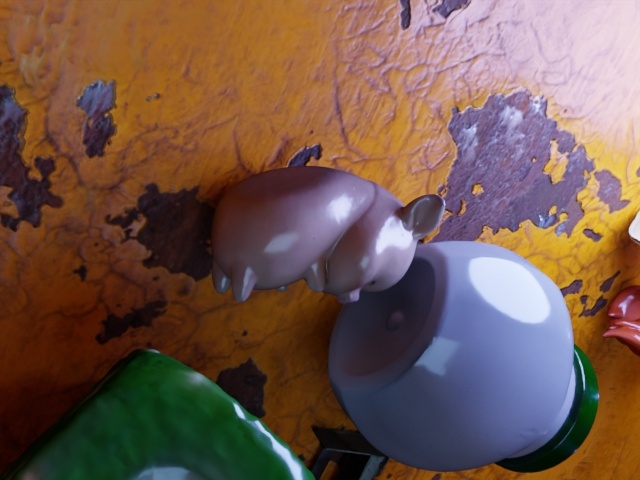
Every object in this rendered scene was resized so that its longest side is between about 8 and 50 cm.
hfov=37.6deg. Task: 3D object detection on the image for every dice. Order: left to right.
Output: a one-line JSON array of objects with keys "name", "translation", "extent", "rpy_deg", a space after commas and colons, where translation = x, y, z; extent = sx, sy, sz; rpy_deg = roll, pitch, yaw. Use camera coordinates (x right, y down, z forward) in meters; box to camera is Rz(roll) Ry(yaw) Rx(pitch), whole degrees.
[{"name": "dice", "translation": [-0.194, 0.309, 0.995], "extent": [0.287, 0.300, 0.297], "rpy_deg": [45, 63, -5]}]

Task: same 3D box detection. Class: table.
[{"name": "table", "translation": [0.037, 0.353, 1.367], "extent": [0.175, 0.062, 0.146], "rpy_deg": [15, 109, -32]}]

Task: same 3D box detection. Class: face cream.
[{"name": "face cream", "translation": [0.194, 0.164, 1.243], "extent": [0.357, 0.219, 0.312], "rpy_deg": [32, 98, -39]}]

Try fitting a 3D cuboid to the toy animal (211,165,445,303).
[{"name": "toy animal", "translation": [-0.004, -0.007, 1.075], "extent": [0.250, 0.166, 0.154], "rpy_deg": [2, 99, -28]}]

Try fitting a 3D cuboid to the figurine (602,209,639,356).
[{"name": "figurine", "translation": [0.540, 0.089, 1.443], "extent": [0.208, 0.181, 0.257], "rpy_deg": [-58, 146, -44]}]
